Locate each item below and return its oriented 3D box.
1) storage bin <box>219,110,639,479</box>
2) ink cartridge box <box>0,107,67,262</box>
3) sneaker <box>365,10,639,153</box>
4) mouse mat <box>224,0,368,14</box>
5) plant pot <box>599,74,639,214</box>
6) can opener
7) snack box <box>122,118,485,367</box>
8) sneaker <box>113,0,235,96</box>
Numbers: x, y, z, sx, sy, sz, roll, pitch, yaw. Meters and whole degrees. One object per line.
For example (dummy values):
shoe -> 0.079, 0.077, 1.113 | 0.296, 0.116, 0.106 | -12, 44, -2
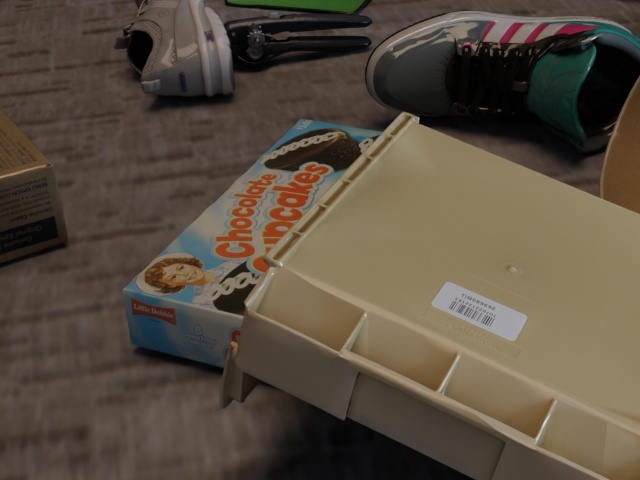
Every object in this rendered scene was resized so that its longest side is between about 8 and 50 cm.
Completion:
storage bin -> 0.110, 0.062, 0.797 | 0.262, 0.123, 0.260 | 25, 39, 14
ink cartridge box -> -0.365, -0.052, 1.122 | 0.193, 0.088, 0.235 | -20, 35, -24
sneaker -> 0.203, -0.155, 1.220 | 0.296, 0.123, 0.178 | -6, 21, -8
mouse mat -> -0.017, -0.335, 1.645 | 0.190, 0.007, 0.152 | 8, 32, 19
plant pot -> 0.386, -0.079, 0.969 | 0.191, 0.284, 0.284 | 29, 29, -13
can opener -> -0.029, -0.242, 1.438 | 0.186, 0.059, 0.073 | -9, 31, -8
snack box -> 0.000, 0.000, 1.028 | 0.187, 0.060, 0.322 | 11, 34, 21
sneaker -> -0.187, -0.251, 1.421 | 0.115, 0.105, 0.281 | -12, 32, -15
